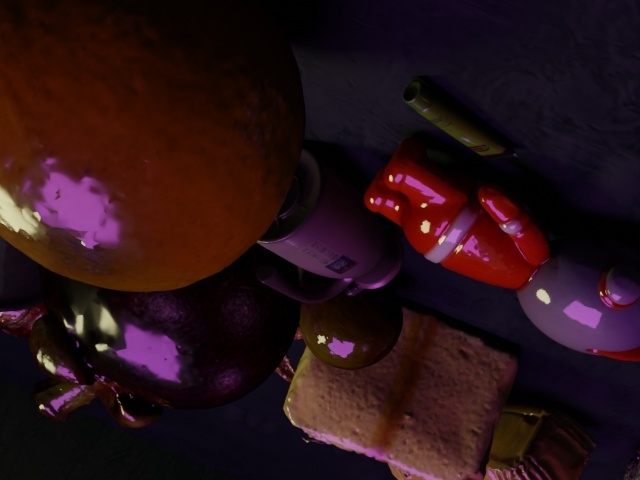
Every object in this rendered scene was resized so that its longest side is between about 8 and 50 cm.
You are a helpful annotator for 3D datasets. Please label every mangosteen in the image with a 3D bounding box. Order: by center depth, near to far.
[{"bbox_3d":[-0.176,0.052,1.806,0.297,0.293,0.297,39,144,37],"label":"mangosteen"}]

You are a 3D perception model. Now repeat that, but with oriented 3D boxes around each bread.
[{"bbox_3d":[0.095,0.196,2.088,0.263,0.198,0.236,23,170,4],"label":"bread"},{"bbox_3d":[0.215,0.275,2.229,0.288,0.152,0.119,4,138,45],"label":"bread"}]

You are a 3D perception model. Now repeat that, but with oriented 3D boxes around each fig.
[{"bbox_3d":[-0.005,0.051,1.946,0.236,0.124,0.124,42,170,22],"label":"fig"}]

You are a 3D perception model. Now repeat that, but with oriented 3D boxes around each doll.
[{"bbox_3d":[0.202,0.018,1.566,0.336,0.105,0.200,31,160,-2],"label":"doll"}]

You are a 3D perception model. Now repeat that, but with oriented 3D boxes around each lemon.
[{"bbox_3d":[-0.156,-0.105,1.341,0.297,0.297,0.297,21,163,7],"label":"lemon"}]

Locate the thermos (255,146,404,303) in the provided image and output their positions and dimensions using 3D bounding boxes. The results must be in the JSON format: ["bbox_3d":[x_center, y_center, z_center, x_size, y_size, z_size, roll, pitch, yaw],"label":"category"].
[{"bbox_3d":[0.000,0.000,1.707,0.193,0.137,0.105,33,-168,-49],"label":"thermos"}]

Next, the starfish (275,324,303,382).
[{"bbox_3d":[-0.125,0.115,2.278,0.293,0.084,0.301,20,159,13],"label":"starfish"}]

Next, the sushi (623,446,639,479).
[{"bbox_3d":[0.436,0.313,2.159,0.078,0.091,0.150,18,161,0],"label":"sushi"}]

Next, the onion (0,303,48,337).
[{"bbox_3d":[-0.386,0.003,2.079,0.206,0.207,0.216,30,156,-32],"label":"onion"}]

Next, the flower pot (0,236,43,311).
[{"bbox_3d":[-0.361,-0.055,1.902,0.235,0.235,0.148,23,143,0],"label":"flower pot"}]

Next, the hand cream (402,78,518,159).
[{"bbox_3d":[0.119,-0.099,1.436,0.122,0.023,0.036,31,158,-36],"label":"hand cream"}]
